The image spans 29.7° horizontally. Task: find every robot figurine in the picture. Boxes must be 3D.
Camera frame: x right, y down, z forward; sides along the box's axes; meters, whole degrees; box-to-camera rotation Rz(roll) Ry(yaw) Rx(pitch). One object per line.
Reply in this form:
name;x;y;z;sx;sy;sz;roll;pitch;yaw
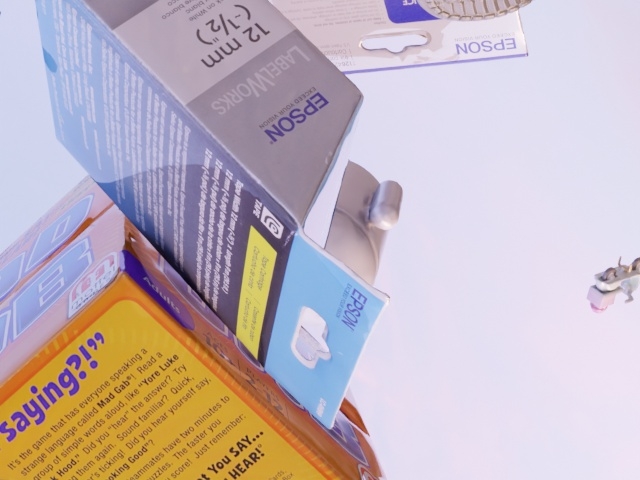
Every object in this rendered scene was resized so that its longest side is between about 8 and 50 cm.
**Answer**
robot figurine;0.000;0.000;1.869;0.200;0.300;0.353;50;-153;-16

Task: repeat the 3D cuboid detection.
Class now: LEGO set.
LEGO set;0.430;0.128;1.348;0.287;0.132;0.107;50;150;45

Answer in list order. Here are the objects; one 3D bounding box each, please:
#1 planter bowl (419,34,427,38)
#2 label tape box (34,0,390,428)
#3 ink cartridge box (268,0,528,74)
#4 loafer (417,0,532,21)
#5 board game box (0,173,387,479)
planter bowl;0.180;-0.362;1.630;0.162;0.162;0.109;37;-134;-39
label tape box;-0.060;-0.053;0.890;0.115;0.249;0.348;-39;-106;-23
ink cartridge box;0.060;-0.326;1.330;0.307;0.304;0.072;68;-153;-45
loafer;0.200;-0.289;1.131;0.094;0.251;0.087;51;-163;-61
board game box;-0.194;0.194;1.150;0.356;0.356;0.356;46;-173;-22
